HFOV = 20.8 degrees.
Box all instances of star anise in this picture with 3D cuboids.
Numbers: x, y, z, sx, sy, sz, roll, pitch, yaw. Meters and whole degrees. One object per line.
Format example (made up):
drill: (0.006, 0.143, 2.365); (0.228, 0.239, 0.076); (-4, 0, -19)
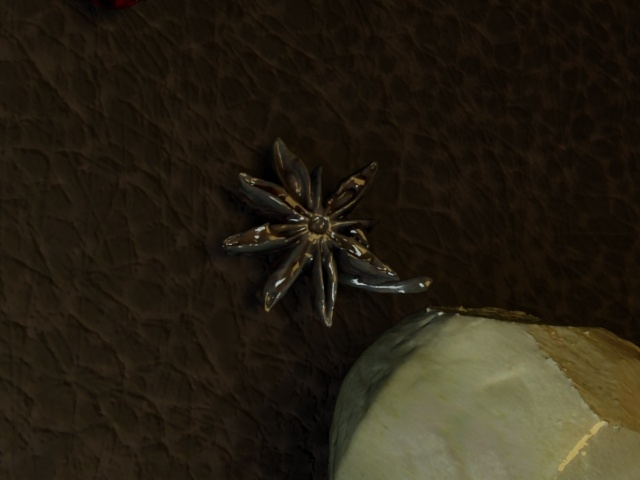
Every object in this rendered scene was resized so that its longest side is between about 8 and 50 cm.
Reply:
star anise: (0.000, 0.001, 1.865); (0.209, 0.089, 0.231); (-40, 94, -21)

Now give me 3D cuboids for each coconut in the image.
coconut: (0.217, 0.248, 1.745); (0.415, 0.344, 0.415); (18, 26, -9)

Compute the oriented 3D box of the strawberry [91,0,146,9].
strawberry: (-0.213, -0.292, 1.814); (0.106, 0.106, 0.106); (9, 73, -30)
